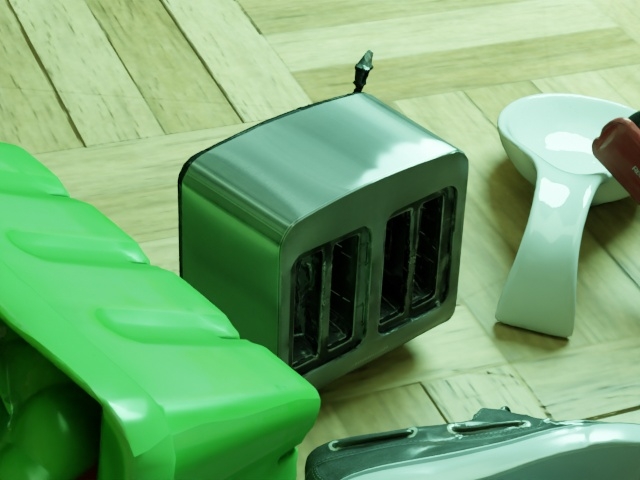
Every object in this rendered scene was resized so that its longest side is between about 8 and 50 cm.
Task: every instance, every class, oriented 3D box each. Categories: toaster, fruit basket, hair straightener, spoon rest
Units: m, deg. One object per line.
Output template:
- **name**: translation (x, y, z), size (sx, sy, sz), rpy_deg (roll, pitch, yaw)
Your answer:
- **toaster**: translation (0.000, 0.000, 1.023), size (0.168, 0.185, 0.110), rpy_deg (-25, 41, -36)
- **fruit basket**: translation (-0.232, 0.084, 0.785), size (0.392, 0.282, 0.392), rpy_deg (14, 25, -7)
- **hair straightener**: translation (0.297, -0.007, 1.136), size (0.230, 0.047, 0.089), rpy_deg (45, 33, 15)
- **spoon rest**: translation (0.189, -0.043, 1.193), size (0.137, 0.084, 0.276), rpy_deg (13, 37, 9)

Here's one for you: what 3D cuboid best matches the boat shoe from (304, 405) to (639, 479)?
- **boat shoe**: translation (0.099, 0.134, 0.950), size (0.229, 0.080, 0.076), rpy_deg (-11, 40, -10)
